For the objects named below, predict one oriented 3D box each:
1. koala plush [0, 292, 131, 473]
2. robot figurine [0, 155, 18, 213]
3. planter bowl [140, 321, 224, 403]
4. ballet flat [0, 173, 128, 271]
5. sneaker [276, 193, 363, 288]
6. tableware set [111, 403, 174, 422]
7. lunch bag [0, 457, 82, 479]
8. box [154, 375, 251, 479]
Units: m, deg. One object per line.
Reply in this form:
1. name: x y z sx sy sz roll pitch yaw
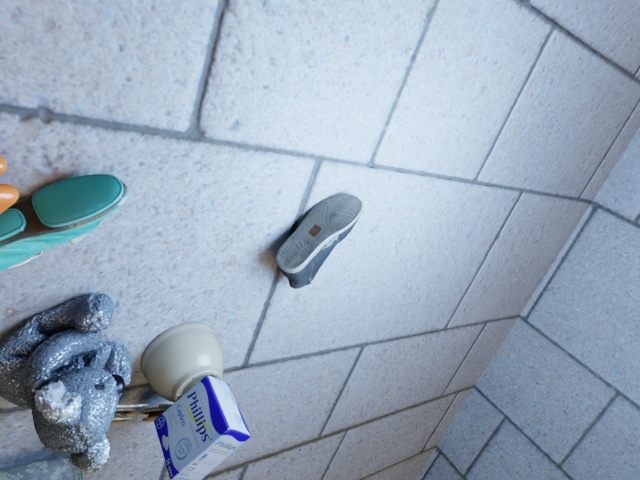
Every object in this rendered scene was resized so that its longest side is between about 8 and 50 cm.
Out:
1. koala plush: -0.386 0.234 0.715 0.203 0.221 0.196 -20 133 -26
2. robot figurine: -0.440 -0.058 0.480 0.219 0.128 0.158 -5 107 -69
3. planter bowl: -0.260 0.260 0.924 0.162 0.109 0.162 -21 133 -25
4. ballet flat: -0.385 -0.019 0.640 0.247 0.083 0.087 -26 159 -21
5. sneaker: 0.000 0.000 0.974 0.222 0.083 0.118 -41 158 -16
6. tableware set: -0.359 0.350 0.912 0.128 0.039 0.194 -24 151 35
7. lunch bag: -0.520 0.552 0.792 0.255 0.305 0.213 -16 131 -28
8. box: -0.217 0.342 0.846 0.137 0.126 0.072 -41 137 0
